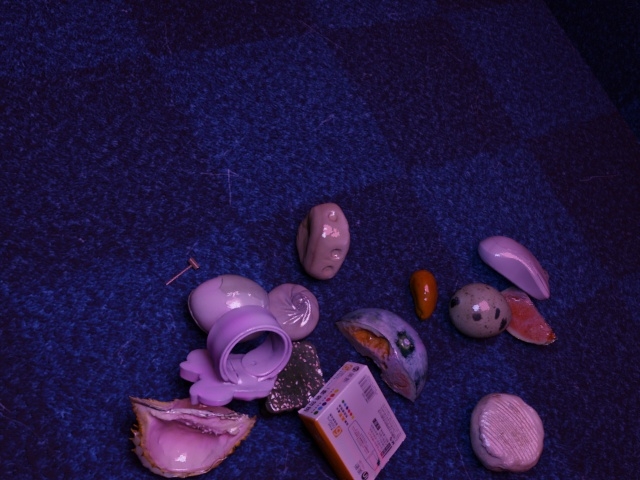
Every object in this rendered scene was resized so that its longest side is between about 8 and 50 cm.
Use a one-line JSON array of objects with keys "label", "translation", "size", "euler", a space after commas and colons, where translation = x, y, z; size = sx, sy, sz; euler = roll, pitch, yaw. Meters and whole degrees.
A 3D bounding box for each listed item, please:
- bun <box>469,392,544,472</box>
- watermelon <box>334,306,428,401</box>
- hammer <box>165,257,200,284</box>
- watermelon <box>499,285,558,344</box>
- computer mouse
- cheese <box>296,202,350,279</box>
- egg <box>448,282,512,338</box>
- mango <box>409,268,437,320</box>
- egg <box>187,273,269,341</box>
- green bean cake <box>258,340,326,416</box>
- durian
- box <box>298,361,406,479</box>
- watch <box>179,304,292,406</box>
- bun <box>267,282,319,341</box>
[{"label": "bun", "translation": [0.551, 0.577, 1.826], "size": [0.238, 0.141, 0.239], "euler": [8, 60, -14]}, {"label": "watermelon", "translation": [0.225, 0.294, 1.803], "size": [0.322, 0.175, 0.188], "euler": [46, 58, 2]}, {"label": "hammer", "translation": [-0.395, 0.093, 1.730], "size": [0.110, 0.019, 0.035], "euler": [-39, 85, -30]}, {"label": "watermelon", "translation": [0.695, 0.252, 2.079], "size": [0.231, 0.128, 0.146], "euler": [53, 26, 0]}, {"label": "computer mouse", "translation": [0.682, 0.079, 2.104], "size": [0.296, 0.121, 0.184], "euler": [35, 14, 4]}, {"label": "cheese", "translation": [0.000, 0.000, 1.839], "size": [0.117, 0.218, 0.235], "euler": [7, 96, -22]}, {"label": "egg", "translation": [0.519, 0.230, 1.960], "size": [0.228, 0.177, 0.177], "euler": [20, 59, -26]}, {"label": "mango", "translation": [0.337, 0.171, 1.953], "size": [0.084, 0.105, 0.160], "euler": [-10, 74, -7]}, {"label": "egg", "translation": [-0.251, 0.183, 1.650], "size": [0.217, 0.183, 0.183], "euler": [7, 63, -19]}, {"label": "green bean cake", "translation": [-0.087, 0.379, 1.676], "size": [0.183, 0.094, 0.185], "euler": [-6, 68, -25]}, {"label": "durian", "translation": [-0.336, 0.486, 1.494], "size": [0.304, 0.185, 0.196], "euler": [12, 88, -25]}, {"label": "box", "translation": [0.092, 0.501, 1.640], "size": [0.220, 0.091, 0.274], "euler": [-39, 110, -32]}, {"label": "watch", "translation": [-0.207, 0.271, 1.513], "size": [0.248, 0.218, 0.211], "euler": [4, 24, -31]}, {"label": "bun", "translation": [-0.082, 0.199, 1.752], "size": [0.172, 0.120, 0.173], "euler": [10, 60, -18]}]
